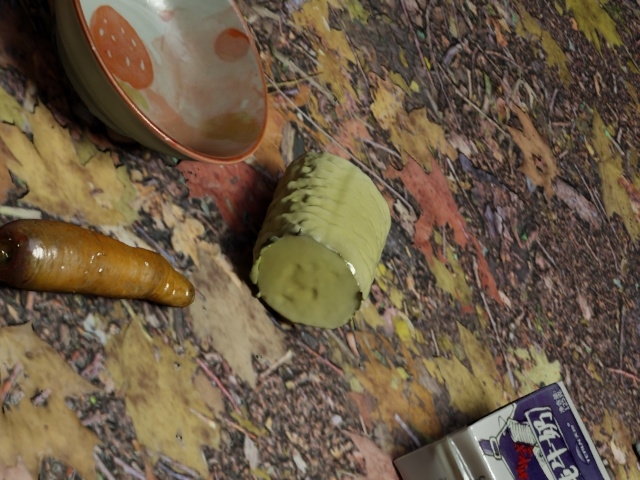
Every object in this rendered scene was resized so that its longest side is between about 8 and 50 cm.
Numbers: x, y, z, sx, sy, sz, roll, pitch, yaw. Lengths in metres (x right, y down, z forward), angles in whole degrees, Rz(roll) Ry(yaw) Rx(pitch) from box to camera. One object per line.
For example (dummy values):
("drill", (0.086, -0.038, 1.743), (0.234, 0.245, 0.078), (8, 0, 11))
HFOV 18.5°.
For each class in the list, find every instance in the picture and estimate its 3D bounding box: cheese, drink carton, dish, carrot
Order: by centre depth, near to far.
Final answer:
("carrot", (-0.176, 0.022, 1.585), (0.248, 0.059, 0.059), (15, 52, -55))
("dish", (-0.161, -0.168, 1.743), (0.260, 0.085, 0.260), (39, 36, -36))
("cheese", (0.000, 0.000, 1.837), (0.123, 0.094, 0.167), (41, 29, -13))
("drink carton", (0.182, 0.233, 1.904), (0.222, 0.102, 0.134), (-15, 79, -58))

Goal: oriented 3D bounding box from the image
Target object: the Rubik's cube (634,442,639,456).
("Rubik's cube", (0.528, 0.313, 2.321), (0.228, 0.229, 0.233), (-34, 138, -25))
